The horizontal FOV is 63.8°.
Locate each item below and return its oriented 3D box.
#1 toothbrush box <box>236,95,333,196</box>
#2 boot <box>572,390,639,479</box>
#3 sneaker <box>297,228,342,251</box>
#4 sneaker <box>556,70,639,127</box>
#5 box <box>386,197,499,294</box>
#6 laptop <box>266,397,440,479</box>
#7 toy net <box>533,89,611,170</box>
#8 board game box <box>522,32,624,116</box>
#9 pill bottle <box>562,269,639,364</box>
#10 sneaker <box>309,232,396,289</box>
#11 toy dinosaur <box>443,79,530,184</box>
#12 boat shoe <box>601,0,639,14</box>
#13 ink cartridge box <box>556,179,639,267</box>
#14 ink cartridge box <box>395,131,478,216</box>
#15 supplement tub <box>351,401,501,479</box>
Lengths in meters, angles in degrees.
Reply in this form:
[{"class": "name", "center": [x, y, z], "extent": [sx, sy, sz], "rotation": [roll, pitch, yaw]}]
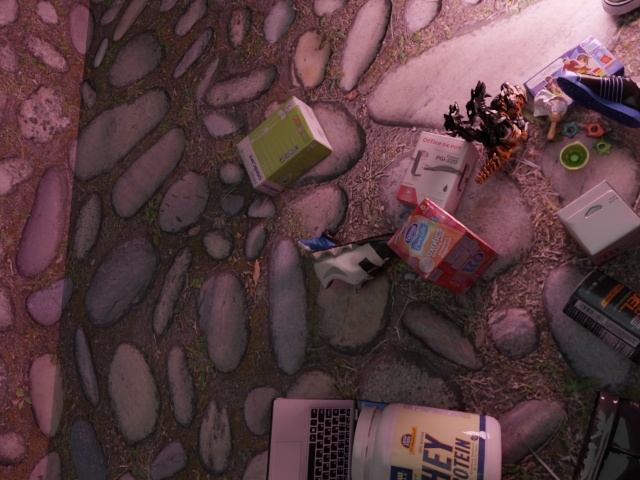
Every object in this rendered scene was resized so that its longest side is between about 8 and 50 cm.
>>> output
[{"class": "toothbrush box", "center": [-0.129, -0.323, 1.790], "extent": [0.283, 0.122, 0.206], "rotation": [-35, 62, 20]}, {"class": "boot", "center": [0.751, 0.545, 1.015], "extent": [0.446, 0.146, 0.366], "rotation": [16, 97, 26]}, {"class": "sneaker", "center": [0.001, 0.000, 1.665], "extent": [0.152, 0.058, 0.084], "rotation": [17, 94, 30]}, {"class": "sneaker", "center": [0.707, -0.370, 1.270], "extent": [0.232, 0.081, 0.090], "rotation": [35, 90, 12]}, {"class": "box", "center": [0.320, 0.022, 1.307], "extent": [0.154, 0.300, 0.142], "rotation": [-52, 57, 13]}, {"class": "laptop", "center": [0.085, 0.628, 1.362], "extent": [0.236, 0.409, 0.381], "rotation": [157, 118, -64]}, {"class": "toy net", "center": [0.630, -0.296, 1.309], "extent": [0.122, 0.045, 0.232], "rotation": [-31, 78, 26]}, {"class": "board game box", "center": [0.662, -0.428, 1.356], "extent": [0.201, 0.035, 0.136], "rotation": [-36, 62, 21]}, {"class": "pill bottle", "center": [0.682, 0.183, 1.138], "extent": [0.246, 0.130, 0.130], "rotation": [41, 101, 32]}, {"class": "sneaker", "center": [0.139, 0.065, 1.540], "extent": [0.331, 0.122, 0.146], "rotation": [-15, 91, 24]}, {"class": "toy dinosaur", "center": [0.457, -0.298, 1.346], "extent": [0.164, 0.219, 0.321], "rotation": [-50, 19, 45]}, {"class": "boat shoe", "center": [0.829, -0.725, 1.268], "extent": [0.335, 0.119, 0.121], "rotation": [-50, 58, 13]}, {"class": "ink cartridge box", "center": [0.646, -0.033, 1.184], "extent": [0.128, 0.176, 0.127], "rotation": [-39, 60, 20]}, {"class": "ink cartridge box", "center": [0.335, -0.187, 1.476], "extent": [0.159, 0.092, 0.217], "rotation": [21, 88, 34]}, {"class": "supplement tub", "center": [0.254, 0.519, 1.228], "extent": [0.325, 0.235, 0.235], "rotation": [3, 80, 17]}]
